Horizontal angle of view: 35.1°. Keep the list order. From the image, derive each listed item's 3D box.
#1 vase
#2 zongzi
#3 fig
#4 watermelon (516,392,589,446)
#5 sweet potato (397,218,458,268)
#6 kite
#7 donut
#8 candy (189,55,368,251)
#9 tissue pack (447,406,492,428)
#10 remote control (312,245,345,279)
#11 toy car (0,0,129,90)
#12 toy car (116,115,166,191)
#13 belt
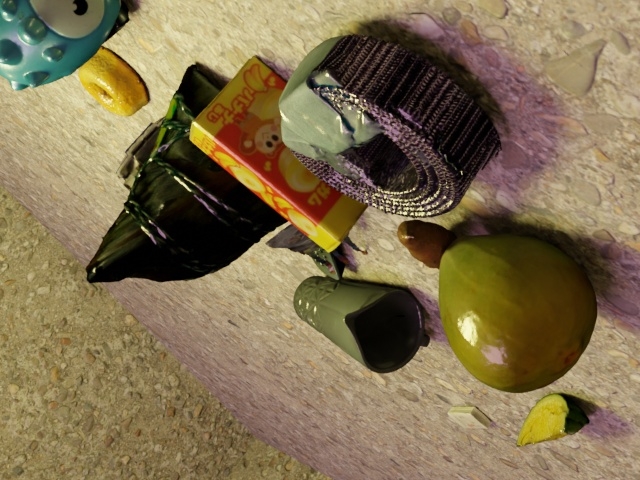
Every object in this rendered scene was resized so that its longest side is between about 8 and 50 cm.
[{"bbox_3d":[0.071,0.147,1.936,0.251,0.156,0.301,20,179,-32],"label":"vase"},{"bbox_3d":[-0.195,-0.047,1.699,0.319,0.383,0.362,43,178,9],"label":"zongzi"},{"bbox_3d":[0.261,0.093,1.365,0.207,0.207,0.230,49,180,-28],"label":"fig"},{"bbox_3d":[0.420,0.323,1.767,0.075,0.092,0.181,26,154,-7],"label":"watermelon"},{"bbox_3d":[0.167,0.007,1.457,0.314,0.072,0.066,29,-136,-72],"label":"sweet potato"},{"bbox_3d":[0.007,0.003,1.720,0.245,0.141,0.015,41,-155,-60],"label":"kite"},{"bbox_3d":[-0.387,-0.289,1.871,0.152,0.058,0.152,34,163,12],"label":"donut"},{"bbox_3d":[-0.044,-0.125,1.493,0.276,0.146,0.088,38,162,-2],"label":"candy"},{"bbox_3d":[0.319,0.380,2.169,0.056,0.023,0.108,42,161,-9],"label":"tissue pack"},{"bbox_3d":[0.000,0.000,1.851,0.072,0.042,0.222,27,157,30],"label":"remote control"},{"bbox_3d":[-0.435,-0.339,1.569,0.255,0.190,0.188,-28,116,29],"label":"toy car"},{"bbox_3d":[-0.255,-0.120,1.882,0.235,0.172,0.158,43,177,-21],"label":"toy car"},{"bbox_3d":[0.075,-0.139,1.288,0.260,0.122,0.325,36,165,-13],"label":"belt"}]
